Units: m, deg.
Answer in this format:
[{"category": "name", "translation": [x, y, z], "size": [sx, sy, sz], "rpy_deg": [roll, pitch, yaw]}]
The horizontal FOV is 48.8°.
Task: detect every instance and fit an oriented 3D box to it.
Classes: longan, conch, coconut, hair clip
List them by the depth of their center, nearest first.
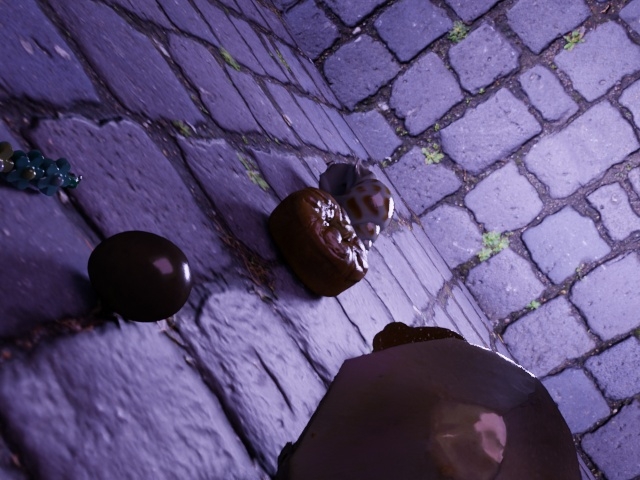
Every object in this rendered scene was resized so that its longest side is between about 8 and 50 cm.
[{"category": "hair clip", "translation": [-0.300, -0.076, 0.717], "size": [0.049, 0.049, 0.173], "rpy_deg": [58, 14, 11]}, {"category": "longan", "translation": [-0.188, 0.035, 0.738], "size": [0.113, 0.092, 0.113], "rpy_deg": [27, 15, -8]}, {"category": "coconut", "translation": [0.116, 0.273, 0.766], "size": [0.352, 0.353, 0.352], "rpy_deg": [50, 16, -20]}, {"category": "conch", "translation": [0.091, -0.079, 1.731], "size": [0.275, 0.183, 0.148], "rpy_deg": [-91, 176, -54]}]

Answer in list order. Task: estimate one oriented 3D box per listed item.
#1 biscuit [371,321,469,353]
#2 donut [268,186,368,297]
[{"category": "biscuit", "translation": [0.197, 0.243, 1.336], "size": [0.049, 0.208, 0.180], "rpy_deg": [100, -7, -53]}, {"category": "donut", "translation": [0.001, 0.002, 1.344], "size": [0.226, 0.114, 0.226], "rpy_deg": [50, 15, -19]}]
